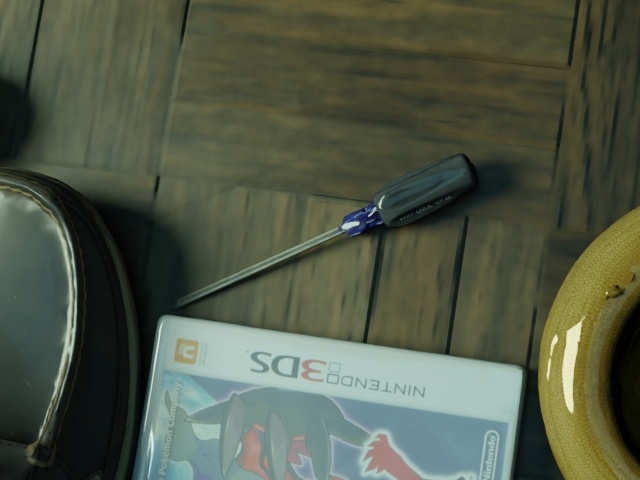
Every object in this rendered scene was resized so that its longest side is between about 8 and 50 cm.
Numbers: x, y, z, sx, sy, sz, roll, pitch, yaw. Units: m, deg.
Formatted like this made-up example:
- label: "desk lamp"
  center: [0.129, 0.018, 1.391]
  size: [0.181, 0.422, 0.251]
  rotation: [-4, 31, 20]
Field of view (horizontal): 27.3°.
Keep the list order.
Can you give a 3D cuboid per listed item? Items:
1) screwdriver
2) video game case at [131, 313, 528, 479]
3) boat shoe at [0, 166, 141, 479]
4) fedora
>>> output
- label: "screwdriver"
  center: [0.000, 0.000, 0.655]
  size: [0.170, 0.025, 0.024]
  rotation: [-25, 80, 15]
- label: "video game case"
  center: [-0.005, 0.147, 0.630]
  size: [0.183, 0.023, 0.201]
  rotation: [7, 84, 11]
- label: "boat shoe"
  center: [-0.174, 0.137, 0.606]
  size: [0.132, 0.130, 0.355]
  rotation: [9, 85, 11]
- label: "fedora"
  center: [0.196, 0.062, 0.577]
  size: [0.194, 0.079, 0.194]
  rotation: [-2, 84, 16]
